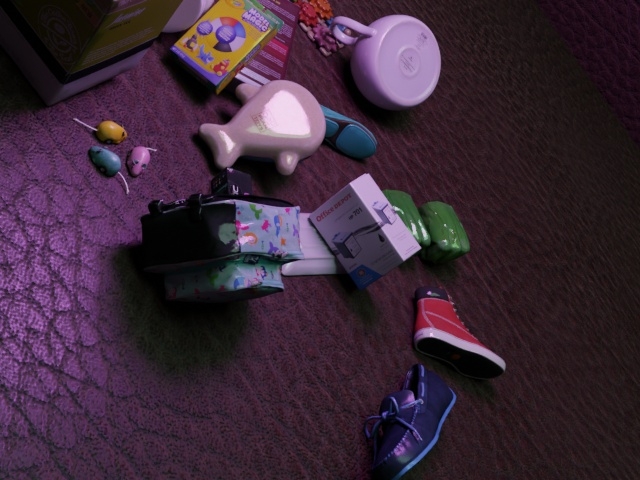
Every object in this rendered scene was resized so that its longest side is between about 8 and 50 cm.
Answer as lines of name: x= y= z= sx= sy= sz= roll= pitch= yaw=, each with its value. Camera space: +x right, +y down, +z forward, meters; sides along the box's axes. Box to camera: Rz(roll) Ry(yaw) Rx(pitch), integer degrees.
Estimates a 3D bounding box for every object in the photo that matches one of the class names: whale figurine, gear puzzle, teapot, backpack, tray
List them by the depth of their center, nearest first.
backpack: x=-0.151 y=0.009 z=1.533 sx=0.253 sy=0.225 sz=0.191 roll=-10 pitch=91 yaw=-55
whale figurine: x=-0.123 y=-0.218 z=1.844 sx=0.272 sy=0.141 sz=0.216 roll=-26 pitch=82 yaw=-28
tray: x=0.000 y=0.000 z=1.857 sx=0.270 sy=0.030 sz=0.145 roll=0 pitch=60 yaw=-47
teapot: x=0.163 y=-0.450 z=2.272 sx=0.252 sy=0.187 sz=0.256 roll=-17 pitch=107 yaw=-33
gear puzzle: x=-0.043 y=-0.633 z=2.305 sx=0.339 sy=0.044 sz=0.175 roll=51 pitch=37 yaw=-3

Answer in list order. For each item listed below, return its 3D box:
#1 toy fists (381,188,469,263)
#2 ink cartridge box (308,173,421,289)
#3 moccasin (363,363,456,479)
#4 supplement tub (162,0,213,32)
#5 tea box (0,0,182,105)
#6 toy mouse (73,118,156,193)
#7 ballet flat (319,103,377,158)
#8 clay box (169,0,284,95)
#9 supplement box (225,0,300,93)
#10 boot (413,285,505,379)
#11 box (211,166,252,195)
toy fists: x=0.231 y=-0.020 z=2.070 sx=0.279 sy=0.096 sz=0.142 roll=13 pitch=42 yaw=-39
ink cartridge box: x=0.089 y=-0.017 z=1.823 sx=0.190 sy=0.139 sz=0.082 roll=54 pitch=39 yaw=2
moccasin: x=0.151 y=0.341 z=1.687 sx=0.117 sy=0.138 sz=0.342 roll=49 pitch=23 yaw=1
supplement tub: x=-0.294 y=-0.576 z=1.871 sx=0.191 sy=0.191 sz=0.272 roll=36 pitch=40 yaw=-21
tea box: x=-0.425 y=-0.467 z=1.509 sx=0.329 sy=0.323 sz=0.220 roll=52 pitch=47 yaw=0
toy mouse: x=-0.352 y=-0.151 z=1.599 sx=0.161 sy=0.031 sz=0.143 roll=9 pitch=55 yaw=-43
ballet flat: x=0.031 y=-0.266 z=2.066 sx=0.247 sy=0.083 sz=0.087 roll=19 pitch=34 yaw=-39
clay box: x=-0.189 y=-0.421 z=1.851 sx=0.127 sy=0.053 sz=0.222 roll=39 pitch=75 yaw=7
supplement box: x=-0.134 y=-0.426 z=1.951 sx=0.130 sy=0.073 sz=0.239 roll=24 pitch=69 yaw=-33
boot: x=0.310 y=0.196 z=1.988 sx=0.244 sy=0.088 sz=0.176 roll=29 pitch=41 yaw=-24
box: x=-0.169 y=-0.089 z=1.728 sx=0.062 sy=0.052 sz=0.083 roll=21 pitch=47 yaw=-37
